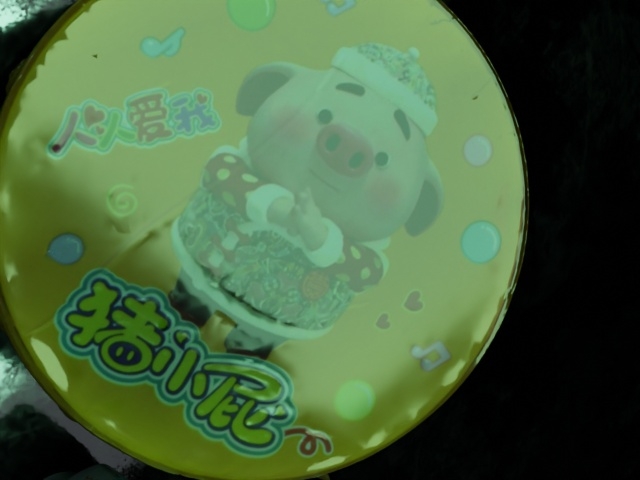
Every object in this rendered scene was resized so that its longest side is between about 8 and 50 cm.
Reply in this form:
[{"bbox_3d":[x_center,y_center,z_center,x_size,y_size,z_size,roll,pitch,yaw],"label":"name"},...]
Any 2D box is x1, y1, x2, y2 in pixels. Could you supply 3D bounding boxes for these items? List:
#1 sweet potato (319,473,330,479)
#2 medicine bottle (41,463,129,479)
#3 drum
[{"bbox_3d":[-0.049,0.196,0.968,0.056,0.056,0.195,-51,121,-17],"label":"sweet potato"},{"bbox_3d":[-0.188,0.258,0.805,0.119,0.188,0.094,-46,115,-20],"label":"medicine bottle"},{"bbox_3d":[-0.061,-0.031,0.789,0.431,0.214,0.431,-3,100,-16],"label":"drum"}]
